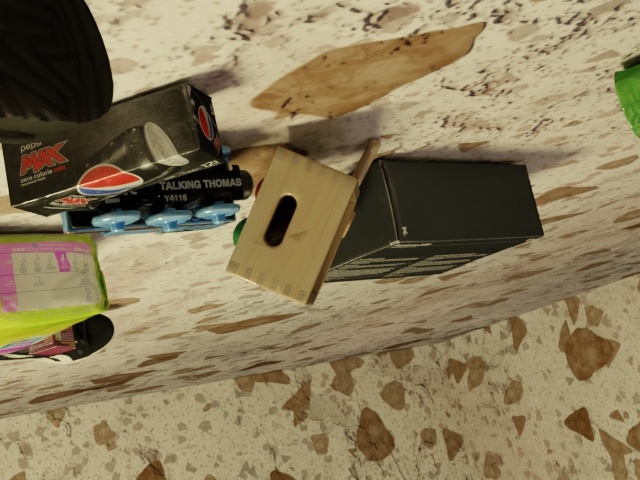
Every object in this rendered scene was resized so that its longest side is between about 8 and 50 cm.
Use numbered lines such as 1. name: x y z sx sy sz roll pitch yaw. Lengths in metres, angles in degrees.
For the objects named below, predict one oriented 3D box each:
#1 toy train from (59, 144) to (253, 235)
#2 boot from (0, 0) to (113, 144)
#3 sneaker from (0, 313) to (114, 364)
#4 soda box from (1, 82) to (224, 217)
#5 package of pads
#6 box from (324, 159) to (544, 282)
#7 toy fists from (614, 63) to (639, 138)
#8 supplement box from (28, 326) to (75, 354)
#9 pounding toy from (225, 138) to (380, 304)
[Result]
1. toy train: -0.154 -0.041 0.967 0.184 0.080 0.105 -6 173 -32
2. boot: -0.292 -0.072 0.522 0.260 0.131 0.348 -17 168 18
3. sneaker: -0.387 0.136 1.552 0.217 0.079 0.121 -4 167 -32
4. soda box: -0.166 -0.070 0.851 0.169 0.060 0.053 -16 167 15
5. package of pads: -0.405 0.068 1.148 0.296 0.101 0.229 -3 165 -44
6. box: 0.114 -0.021 1.296 0.261 0.103 0.184 -2 167 -42
7. toy fists: 0.408 -0.139 1.073 0.142 0.096 0.279 -21 165 31
8. supplement box: -0.367 0.110 1.436 0.043 0.083 0.055 -16 167 14
9. pounding toy: -0.016 -0.035 1.078 0.094 0.181 0.206 23 178 4
